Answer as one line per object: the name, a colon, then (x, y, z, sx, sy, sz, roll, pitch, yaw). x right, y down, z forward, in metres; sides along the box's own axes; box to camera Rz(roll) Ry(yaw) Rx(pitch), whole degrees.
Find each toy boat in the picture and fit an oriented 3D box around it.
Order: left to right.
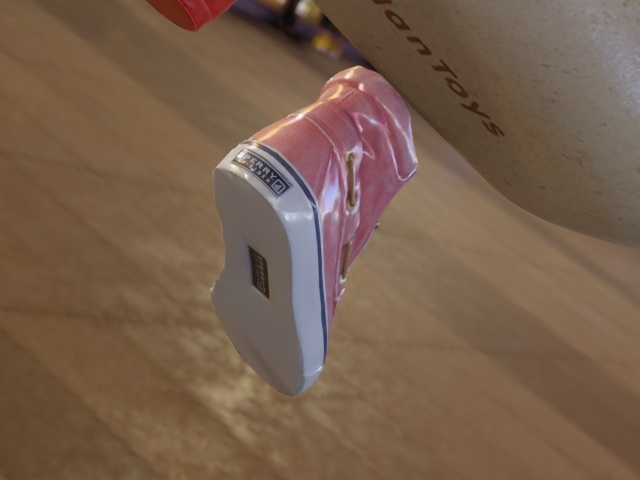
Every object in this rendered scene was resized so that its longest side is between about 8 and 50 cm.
toy boat: (0.039, -0.127, 0.532, 0.267, 0.148, 0.318, 47, -12, -28)

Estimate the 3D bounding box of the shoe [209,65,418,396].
shoe: (0.000, 0.000, 0.717, 0.063, 0.081, 0.178, 40, -25, 22)
